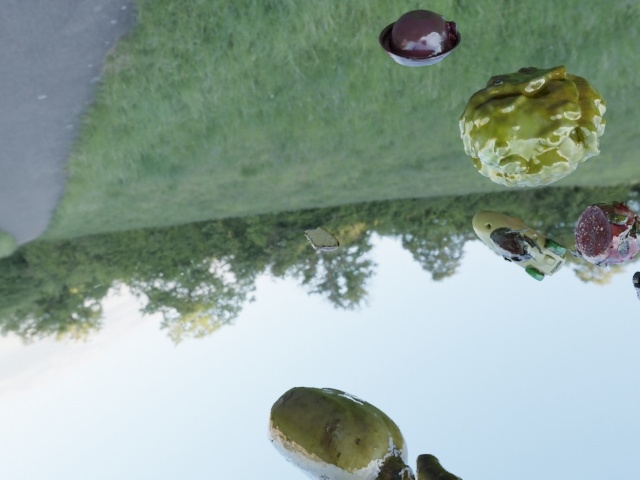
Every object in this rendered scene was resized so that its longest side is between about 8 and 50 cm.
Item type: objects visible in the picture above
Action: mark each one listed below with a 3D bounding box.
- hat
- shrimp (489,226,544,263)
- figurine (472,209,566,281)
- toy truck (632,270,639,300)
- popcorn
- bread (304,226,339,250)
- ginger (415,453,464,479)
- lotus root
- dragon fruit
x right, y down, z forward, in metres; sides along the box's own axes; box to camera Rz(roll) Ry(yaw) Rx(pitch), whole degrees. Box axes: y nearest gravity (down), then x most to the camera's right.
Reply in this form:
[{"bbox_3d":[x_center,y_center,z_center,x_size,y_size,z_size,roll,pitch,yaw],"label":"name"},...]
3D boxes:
[{"bbox_3d":[0.247,-0.519,1.179,0.205,0.205,0.089,-25,144,-12],"label":"hat"},{"bbox_3d":[0.465,0.012,1.129,0.073,0.074,0.190,-23,-165,2],"label":"shrimp"},{"bbox_3d":[0.612,-0.001,1.465,0.124,0.325,0.222,-59,-174,19],"label":"figurine"},{"bbox_3d":[0.840,0.081,1.106,0.216,0.116,0.110,-40,-156,-16],"label":"toy truck"},{"bbox_3d":[0.359,-0.216,0.822,0.233,0.192,0.266,-20,-137,25],"label":"popcorn"},{"bbox_3d":[0.000,0.000,1.868,0.126,0.129,0.044,-6,135,-41],"label":"bread"},{"bbox_3d":[0.299,0.606,1.195,0.095,0.068,0.190,-11,-166,-30],"label":"ginger"},{"bbox_3d":[0.029,0.320,0.758,0.160,0.146,0.284,-6,-167,-40],"label":"lotus root"},{"bbox_3d":[0.936,-0.020,1.528,0.147,0.211,0.282,-4,154,0],"label":"dragon fruit"}]
